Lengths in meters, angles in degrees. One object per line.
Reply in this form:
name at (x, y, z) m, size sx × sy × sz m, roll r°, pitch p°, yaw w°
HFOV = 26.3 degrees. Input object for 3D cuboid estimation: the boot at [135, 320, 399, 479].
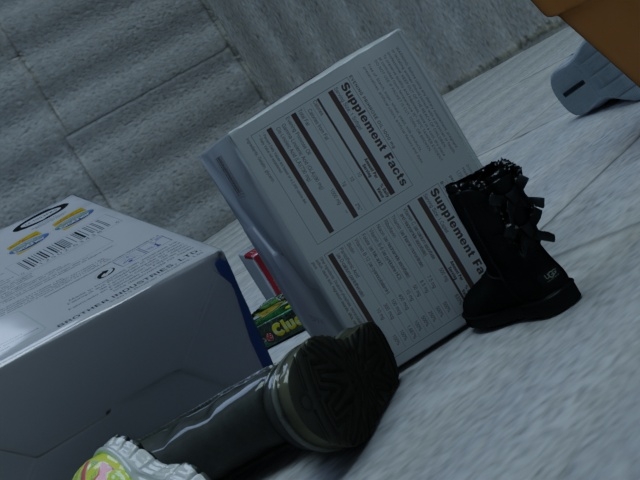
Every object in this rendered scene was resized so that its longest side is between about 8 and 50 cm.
boot at (-0.063, 0.126, 0.884) m, size 0.208 × 0.076 × 0.189 m, roll -23°, pitch -6°, yaw 19°

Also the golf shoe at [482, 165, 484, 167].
golf shoe at (0.097, -0.050, 1.490) m, size 0.176 × 0.086 × 0.069 m, roll -29°, pitch 4°, yaw 10°

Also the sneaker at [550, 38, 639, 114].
sneaker at (0.338, -0.208, 1.523) m, size 0.091 × 0.094 × 0.258 m, roll -37°, pitch 6°, yaw -11°

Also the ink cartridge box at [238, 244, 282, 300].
ink cartridge box at (0.000, 0.000, 1.625) m, size 0.175 × 0.072 × 0.127 m, roll -32°, pitch 5°, yaw -9°

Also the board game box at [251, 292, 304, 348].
board game box at (0.021, 0.044, 1.375) m, size 0.259 × 0.030 × 0.136 m, roll -29°, pitch 9°, yaw 28°

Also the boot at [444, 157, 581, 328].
boot at (0.111, 0.004, 0.887) m, size 0.045 × 0.099 × 0.121 m, roll -33°, pitch 6°, yaw -24°

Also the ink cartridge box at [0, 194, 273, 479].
ink cartridge box at (-0.249, 0.093, 1.157) m, size 0.270 × 0.151 × 0.395 m, roll -29°, pitch 24°, yaw -23°

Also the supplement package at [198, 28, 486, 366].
supplement package at (0.026, -0.027, 1.066) m, size 0.145 × 0.204 × 0.262 m, roll -32°, pitch 5°, yaw -9°

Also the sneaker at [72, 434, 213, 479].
sneaker at (-0.118, 0.170, 0.778) m, size 0.094 × 0.081 × 0.208 m, roll -36°, pitch 8°, yaw -23°

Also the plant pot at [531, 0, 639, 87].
plant pot at (0.344, -0.252, 1.246) m, size 0.291 × 0.203 × 0.291 m, roll -35°, pitch 8°, yaw 5°
